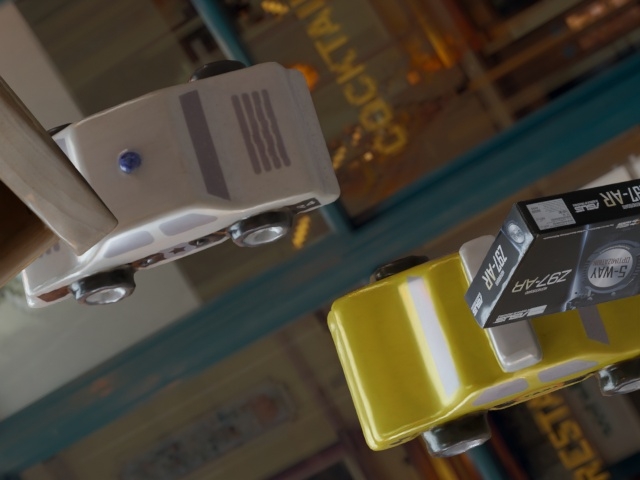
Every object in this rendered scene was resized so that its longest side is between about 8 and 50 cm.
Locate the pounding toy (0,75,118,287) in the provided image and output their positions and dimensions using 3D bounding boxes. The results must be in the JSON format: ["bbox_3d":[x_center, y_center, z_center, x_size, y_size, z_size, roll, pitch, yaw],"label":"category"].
[{"bbox_3d":[-0.148,-0.012,0.349,0.154,0.155,0.269,52,176,-14],"label":"pounding toy"}]

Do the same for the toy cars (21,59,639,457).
[{"bbox_3d":[0.000,0.000,0.795,0.394,0.176,0.087,21,173,17],"label":"toy cars"}]

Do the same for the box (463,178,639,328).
[{"bbox_3d":[0.108,0.004,0.644,0.018,0.083,0.067,64,151,30],"label":"box"}]
